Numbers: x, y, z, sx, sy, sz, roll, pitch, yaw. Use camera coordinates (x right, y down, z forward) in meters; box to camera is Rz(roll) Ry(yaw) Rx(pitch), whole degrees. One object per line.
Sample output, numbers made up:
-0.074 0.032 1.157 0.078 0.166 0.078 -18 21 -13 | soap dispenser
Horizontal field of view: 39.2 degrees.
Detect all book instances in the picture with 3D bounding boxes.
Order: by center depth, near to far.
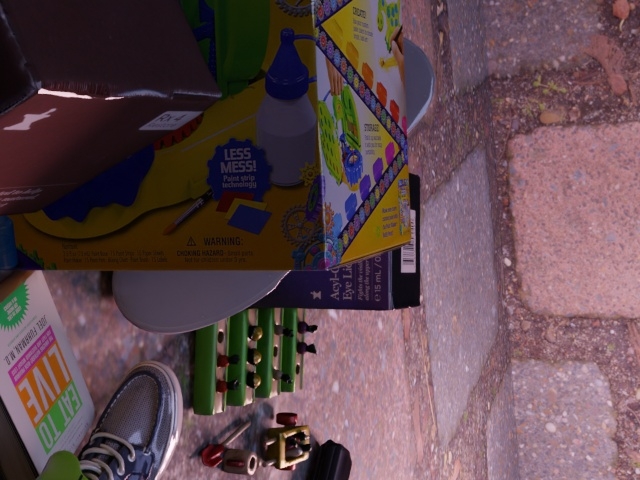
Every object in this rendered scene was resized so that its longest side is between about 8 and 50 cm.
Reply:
-0.224 0.105 0.687 0.096 0.035 0.144 -61 143 -57 | book

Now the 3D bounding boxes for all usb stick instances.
-0.008 0.398 1.177 0.077 0.045 0.278 76 25 -49 | usb stick

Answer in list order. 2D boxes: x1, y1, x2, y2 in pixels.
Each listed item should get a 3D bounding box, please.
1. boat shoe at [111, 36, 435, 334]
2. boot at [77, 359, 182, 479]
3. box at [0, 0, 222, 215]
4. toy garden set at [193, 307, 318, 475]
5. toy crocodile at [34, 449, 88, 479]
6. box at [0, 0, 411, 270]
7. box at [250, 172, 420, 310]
-0.049 -0.052 0.877 0.367 0.136 0.156 -47 -177 -9 | boat shoe
-0.169 0.186 0.719 0.086 0.069 0.190 55 50 -72 | boot
-0.196 -0.133 0.497 0.203 0.167 0.168 66 24 4 | box
-0.063 0.179 1.032 0.244 0.049 0.204 4 88 -67 | toy garden set
-0.240 0.279 0.539 0.115 0.105 0.340 -51 -168 52 | toy crocodile
-0.101 -0.124 0.648 0.177 0.290 0.279 -13 101 -66 | box
0.000 0.000 0.997 0.108 0.207 0.153 4 85 -67 | box
